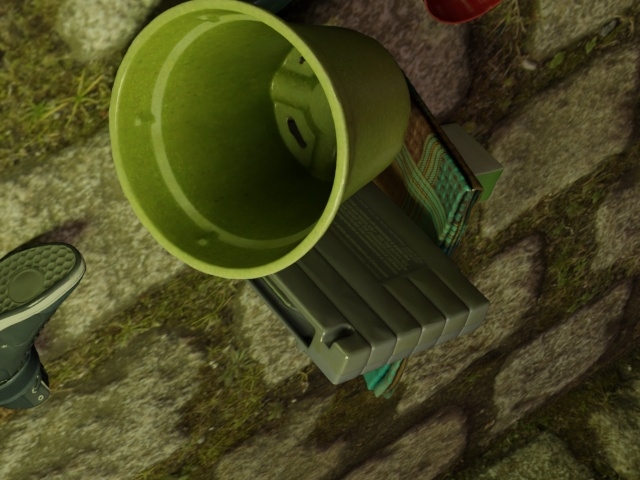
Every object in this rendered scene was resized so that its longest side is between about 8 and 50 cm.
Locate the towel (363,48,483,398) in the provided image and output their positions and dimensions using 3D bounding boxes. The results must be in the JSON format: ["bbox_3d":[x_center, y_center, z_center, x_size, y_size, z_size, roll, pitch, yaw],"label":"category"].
[{"bbox_3d":[0.074,-0.016,1.567,0.040,0.271,0.370,-7,137,-27],"label":"towel"}]

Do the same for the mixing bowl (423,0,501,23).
[{"bbox_3d":[0.157,-0.343,1.383,0.181,0.098,0.181,-30,149,-20],"label":"mixing bowl"}]

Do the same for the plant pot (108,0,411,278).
[{"bbox_3d":[-0.035,-0.124,1.305,0.254,0.276,0.276,-25,151,-57],"label":"plant pot"}]

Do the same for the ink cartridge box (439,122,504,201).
[{"bbox_3d":[0.140,-0.095,1.698,0.209,0.109,0.062,-14,141,-40],"label":"ink cartridge box"}]

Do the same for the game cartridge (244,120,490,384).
[{"bbox_3d":[0.000,0.000,1.399,0.230,0.355,0.068,-12,138,-41],"label":"game cartridge"}]

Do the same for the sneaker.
[{"bbox_3d":[-0.330,0.103,1.407,0.226,0.086,0.163,-34,141,6],"label":"sneaker"}]

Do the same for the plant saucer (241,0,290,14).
[{"bbox_3d":[-0.066,-0.271,1.280,0.119,0.021,0.119,-28,156,-13],"label":"plant saucer"}]
